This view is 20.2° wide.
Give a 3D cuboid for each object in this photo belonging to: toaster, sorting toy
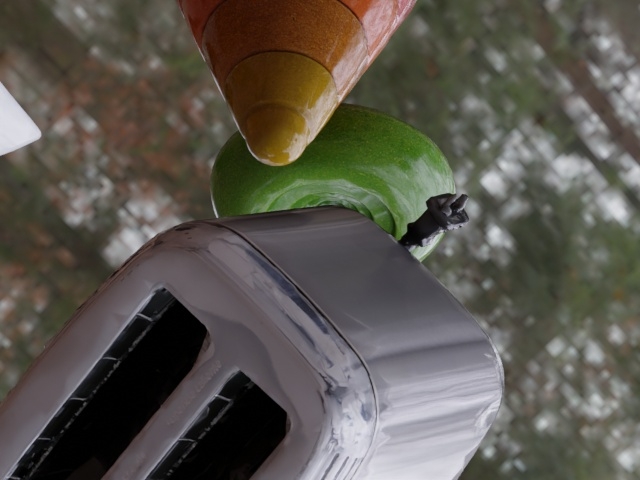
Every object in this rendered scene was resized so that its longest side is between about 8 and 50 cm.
[{"bbox_3d":[-0.032,0.075,0.663,0.227,0.129,0.146,-49,163,17],"label":"toaster"},{"bbox_3d":[0.000,0.000,0.876,0.127,0.365,0.126,-2,-132,8],"label":"sorting toy"}]

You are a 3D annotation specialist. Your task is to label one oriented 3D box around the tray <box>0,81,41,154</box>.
[{"bbox_3d":[-0.308,-0.060,1.030,0.270,0.145,0.030,-5,-108,6],"label":"tray"}]
